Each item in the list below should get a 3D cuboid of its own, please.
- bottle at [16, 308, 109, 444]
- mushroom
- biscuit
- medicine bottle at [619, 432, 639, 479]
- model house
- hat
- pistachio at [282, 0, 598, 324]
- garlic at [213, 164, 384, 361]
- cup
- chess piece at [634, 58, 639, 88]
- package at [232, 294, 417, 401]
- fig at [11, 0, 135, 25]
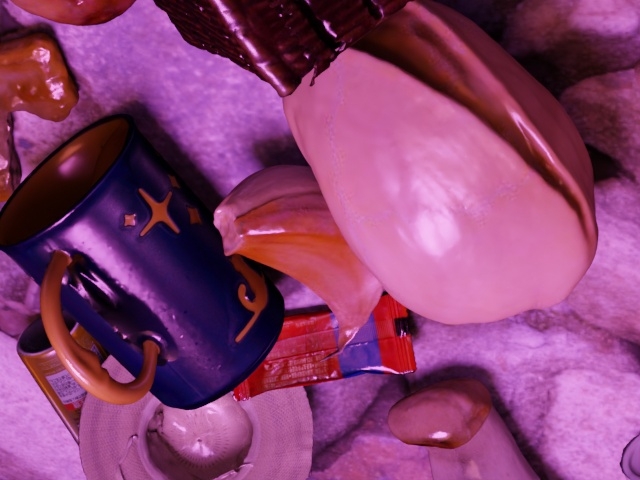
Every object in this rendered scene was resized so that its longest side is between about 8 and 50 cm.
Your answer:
[{"bbox_3d":[-0.228,0.204,1.906,0.082,0.082,0.286,-13,122,24],"label":"bottle"},{"bbox_3d":[0.189,0.265,1.835,0.159,0.122,0.328,-34,119,-6],"label":"mushroom"},{"bbox_3d":[-0.306,-0.119,1.700,0.183,0.039,0.174,-11,122,24],"label":"biscuit"},{"bbox_3d":[0.437,0.372,1.846,0.108,0.108,0.426,-18,119,27],"label":"medicine bottle"},{"bbox_3d":[-0.056,-0.292,1.336,0.297,0.282,0.317,-19,120,28],"label":"model house"},{"bbox_3d":[-0.129,0.206,1.853,0.252,0.252,0.110,20,171,-1],"label":"hat"},{"bbox_3d":[0.108,-0.069,1.518,0.321,0.229,0.238,48,151,-9],"label":"pistachio"},{"bbox_3d":[0.005,0.001,1.650,0.115,0.128,0.206,-17,130,36],"label":"garlic"},{"bbox_3d":[-0.188,0.058,1.672,0.178,0.255,0.256,-9,129,50],"label":"cup"},{"bbox_3d":[0.359,-0.156,1.467,0.170,0.094,0.094,-34,113,25],"label":"chess piece"},{"bbox_3d":[-0.002,0.109,1.777,0.200,0.022,0.083,-11,86,19],"label":"package"},{"bbox_3d":[-0.258,-0.267,1.501,0.231,0.143,0.160,5,147,10],"label":"fig"}]
